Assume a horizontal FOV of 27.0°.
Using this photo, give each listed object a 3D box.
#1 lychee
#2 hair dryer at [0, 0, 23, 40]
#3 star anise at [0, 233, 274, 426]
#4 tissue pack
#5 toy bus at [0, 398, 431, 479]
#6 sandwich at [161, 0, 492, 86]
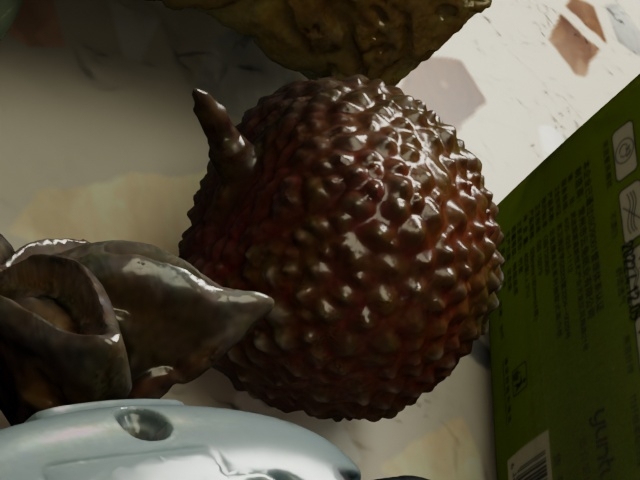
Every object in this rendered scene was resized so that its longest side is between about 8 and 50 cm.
[{"bbox_3d":[0.000,0.000,0.636,0.197,0.165,0.165,33,48,-28],"label":"lychee"},{"bbox_3d":[-0.254,-0.187,0.659,0.267,0.092,0.229,29,42,-2],"label":"hair dryer"},{"bbox_3d":[-0.126,0.038,0.531,0.197,0.212,0.073,-22,106,-55],"label":"star anise"},{"bbox_3d":[0.201,0.078,0.694,0.167,0.200,0.275,17,54,-21],"label":"tissue pack"},{"bbox_3d":[-0.051,0.209,0.418,0.194,0.232,0.288,-2,54,-37],"label":"toy bus"},{"bbox_3d":[-0.032,-0.206,0.720,0.325,0.131,0.262,22,33,-29],"label":"sandwich"}]
